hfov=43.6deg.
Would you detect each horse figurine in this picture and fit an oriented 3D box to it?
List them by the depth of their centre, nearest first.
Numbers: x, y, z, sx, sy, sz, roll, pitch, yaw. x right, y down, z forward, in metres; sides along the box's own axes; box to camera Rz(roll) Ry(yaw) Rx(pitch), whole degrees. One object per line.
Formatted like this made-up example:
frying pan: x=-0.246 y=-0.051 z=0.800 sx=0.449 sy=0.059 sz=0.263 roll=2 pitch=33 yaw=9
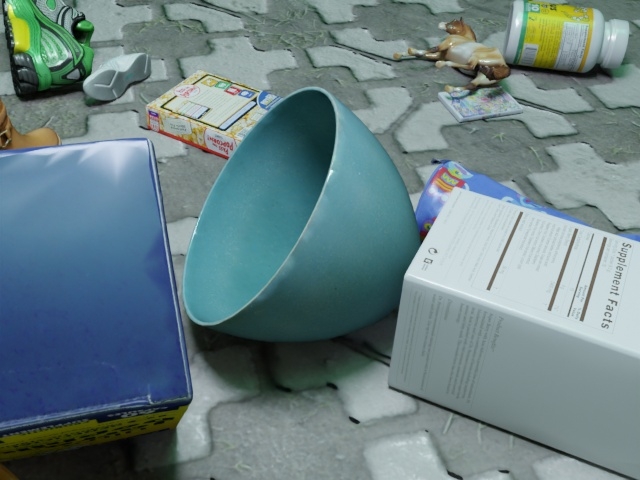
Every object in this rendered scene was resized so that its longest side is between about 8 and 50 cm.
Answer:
horse figurine: x=0.257 y=-0.328 z=1.441 sx=0.174 sy=0.066 sz=0.263 roll=-15 pitch=35 yaw=-24

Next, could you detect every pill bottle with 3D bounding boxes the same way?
pill bottle: x=0.450 y=-0.373 z=1.475 sx=0.208 sy=0.118 sz=0.118 roll=9 pitch=41 yaw=6

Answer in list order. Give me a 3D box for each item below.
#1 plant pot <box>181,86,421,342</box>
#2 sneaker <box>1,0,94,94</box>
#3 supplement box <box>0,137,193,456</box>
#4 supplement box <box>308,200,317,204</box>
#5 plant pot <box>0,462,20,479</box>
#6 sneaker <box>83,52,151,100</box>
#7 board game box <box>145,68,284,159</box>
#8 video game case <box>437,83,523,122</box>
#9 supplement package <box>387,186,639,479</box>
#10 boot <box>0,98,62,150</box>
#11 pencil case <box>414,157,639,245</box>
plant pot: x=0.000 y=0.000 z=0.924 sx=0.195 sy=0.290 sz=0.290 roll=29 pitch=32 yaw=-28
sneaker: x=-0.483 y=-0.376 z=1.419 sx=0.146 sy=0.134 sz=0.344 roll=-7 pitch=50 yaw=-22
supplement box: x=-0.226 y=0.076 z=0.688 sx=0.194 sy=0.356 sz=0.195 roll=-8 pitch=76 yaw=-14
supplement box: x=-0.018 y=-0.050 z=1.095 sx=0.233 sy=0.078 sz=0.080 roll=11 pitch=44 yaw=9
plant pot: x=-0.240 y=0.302 z=0.592 sx=0.205 sy=0.205 sz=0.188 roll=29 pitch=62 yaw=26
sneaker: x=-0.355 y=-0.279 z=1.361 sx=0.061 sy=0.054 sz=0.152 roll=13 pitch=34 yaw=24
board game box: x=-0.157 y=-0.201 z=1.284 sx=0.193 sy=0.045 sz=0.147 roll=23 pitch=44 yaw=21
video game case: x=0.276 y=-0.238 z=1.386 sx=0.122 sy=0.011 sz=0.087 roll=-11 pitch=43 yaw=-16
supplement package: x=0.245 y=0.094 z=0.868 sx=0.292 sy=0.178 sz=0.175 roll=19 pitch=42 yaw=16
boot: x=-0.440 y=-0.148 z=1.117 sx=0.072 sy=0.152 sz=0.197 roll=17 pitch=42 yaw=15
pencil case: x=0.265 y=0.000 z=1.025 sx=0.306 sy=0.119 sz=0.133 roll=25 pitch=43 yaw=22
